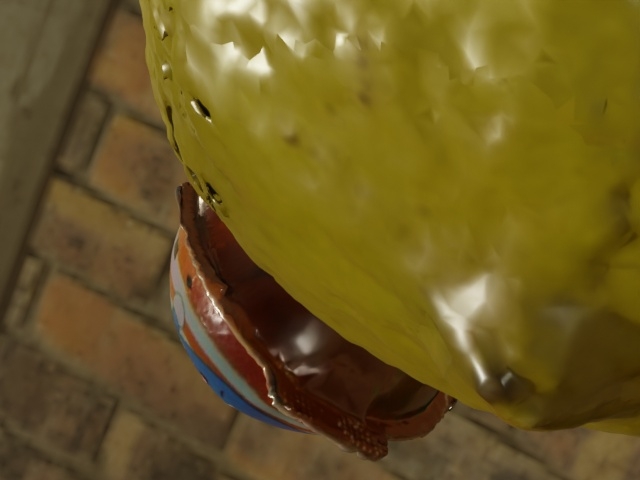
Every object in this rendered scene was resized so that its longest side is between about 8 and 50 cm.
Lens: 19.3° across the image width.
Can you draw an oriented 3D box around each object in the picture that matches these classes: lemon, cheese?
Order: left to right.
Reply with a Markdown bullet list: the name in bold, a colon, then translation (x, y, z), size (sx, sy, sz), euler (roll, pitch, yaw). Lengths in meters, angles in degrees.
- **cheese**: translation (0.000, 0.000, 1.139), size (0.217, 0.129, 0.329), euler (31, -148, -28)
- **lemon**: translation (0.076, -0.086, 0.455), size (0.267, 0.267, 0.267), euler (20, -160, -8)
